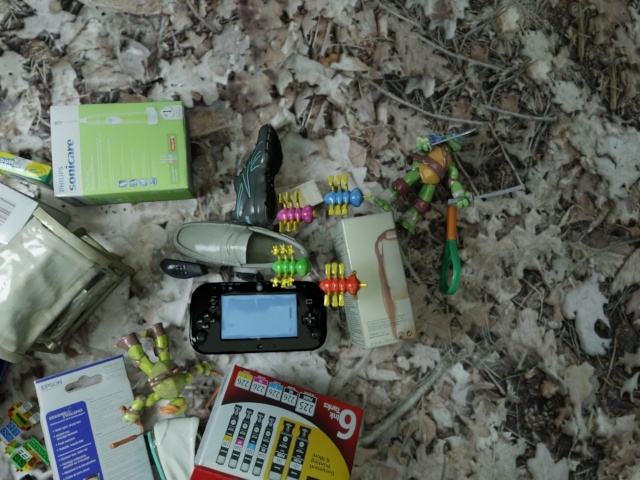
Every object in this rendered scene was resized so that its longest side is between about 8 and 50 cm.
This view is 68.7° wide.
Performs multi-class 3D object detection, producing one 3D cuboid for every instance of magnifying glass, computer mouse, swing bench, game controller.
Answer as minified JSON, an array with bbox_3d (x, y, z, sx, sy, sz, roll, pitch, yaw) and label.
[{"bbox_3d":[0.333,0.024,1.192,0.026,0.092,0.231,7,71,-5],"label":"magnifying glass"},{"bbox_3d":[-0.253,0.080,1.092,0.242,0.071,0.041,10,87,-3],"label":"computer mouse"},{"bbox_3d":[-0.554,0.097,0.953,0.165,0.254,0.253,40,79,-2],"label":"swing bench"},{"bbox_3d":[-0.144,0.179,1.102,0.319,0.067,0.167,0,83,-9],"label":"game controller"}]

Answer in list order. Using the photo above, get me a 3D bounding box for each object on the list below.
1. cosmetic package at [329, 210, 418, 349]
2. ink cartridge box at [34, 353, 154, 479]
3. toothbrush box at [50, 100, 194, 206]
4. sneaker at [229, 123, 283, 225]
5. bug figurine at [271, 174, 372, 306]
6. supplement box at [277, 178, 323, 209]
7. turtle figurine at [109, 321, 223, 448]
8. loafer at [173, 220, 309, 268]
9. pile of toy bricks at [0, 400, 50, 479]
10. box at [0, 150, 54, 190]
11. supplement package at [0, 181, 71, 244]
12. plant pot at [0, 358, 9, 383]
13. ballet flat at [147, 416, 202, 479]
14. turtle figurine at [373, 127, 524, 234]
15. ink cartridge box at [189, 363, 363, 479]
[{"bbox_3d":[0.121,0.094,1.111,0.129,0.153,0.296,-10,86,-10],"label":"cosmetic package"},{"bbox_3d":[-0.466,0.447,0.984,0.175,0.069,0.371,-12,86,-38],"label":"ink cartridge box"},{"bbox_3d":[-0.445,-0.197,1.076,0.283,0.122,0.206,-5,84,-10],"label":"toothbrush box"},{"bbox_3d":[-0.158,-0.163,1.127,0.106,0.101,0.267,-3,67,18],"label":"sneaker"},{"bbox_3d":[0.000,0.000,1.018,0.216,0.072,0.279,2,84,11],"label":"bug figurine"},{"bbox_3d":[-0.049,-0.104,1.167,0.098,0.036,0.062,-24,87,-11],"label":"supplement box"},{"bbox_3d":[-0.352,0.296,1.007,0.269,0.087,0.217,-25,74,-38],"label":"turtle figurine"},{"bbox_3d":[-0.183,0.009,1.094,0.319,0.111,0.112,6,82,-8],"label":"loafer"},{"bbox_3d":[-0.615,0.458,0.987,0.105,0.118,0.212,-30,100,27],"label":"pile of toy bricks"},{"bbox_3d":[-0.677,-0.162,1.045,0.179,0.105,0.043,19,79,-5],"label":"box"},{"bbox_3d":[-0.636,-0.044,0.997,0.105,0.179,0.105,28,79,-4],"label":"supplement package"},{"bbox_3d":[-0.769,0.265,0.916,0.236,0.212,0.236,18,85,-6],"label":"plant pot"},{"bbox_3d":[-0.257,0.575,1.008,0.139,0.139,0.400,-17,82,-10],"label":"ballet flat"},{"bbox_3d":[0.275,-0.145,1.124,0.266,0.198,0.275,-49,49,6],"label":"turtle figurine"},{"bbox_3d":[-0.094,0.451,0.989,0.309,0.130,0.272,22,59,-10],"label":"ink cartridge box"}]
